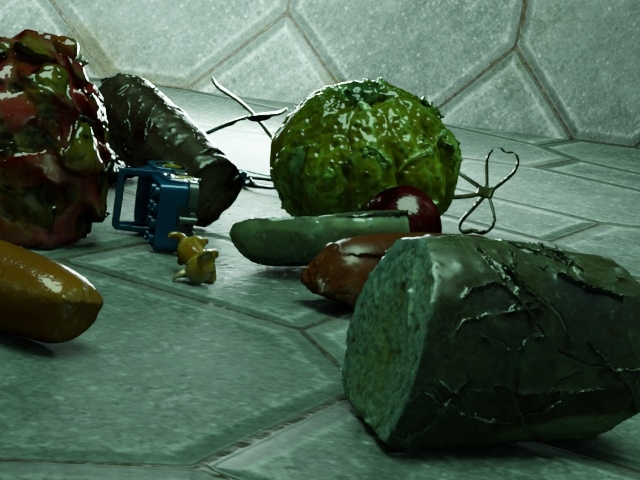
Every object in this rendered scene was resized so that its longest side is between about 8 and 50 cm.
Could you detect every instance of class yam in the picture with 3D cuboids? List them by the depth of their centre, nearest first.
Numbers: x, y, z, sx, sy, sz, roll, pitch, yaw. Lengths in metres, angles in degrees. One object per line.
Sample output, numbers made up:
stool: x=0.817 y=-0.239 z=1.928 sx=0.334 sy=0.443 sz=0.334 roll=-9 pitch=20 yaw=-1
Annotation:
yam: x=0.177 y=0.095 z=1.419 sx=0.271 sy=0.201 sz=0.202 roll=12 pitch=10 yaw=-22
yam: x=-0.226 y=-0.135 z=2.217 sx=0.131 sy=0.131 sz=0.280 roll=-1 pitch=32 yaw=-43

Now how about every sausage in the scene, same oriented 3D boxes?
sausage: x=-0.326 y=0.041 z=1.485 sx=0.238 sy=0.098 sz=0.098 roll=17 pitch=13 yaw=25
sausage: x=0.116 y=0.037 z=1.885 sx=0.330 sy=0.102 sz=0.102 roll=-1 pitch=15 yaw=-43

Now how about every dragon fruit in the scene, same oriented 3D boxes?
dragon fruit: x=-0.414 y=-0.151 z=1.930 sx=0.296 sy=0.262 sz=0.314 roll=2 pitch=14 yaw=-33

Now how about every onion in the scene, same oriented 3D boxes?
onion: x=0.104 y=-0.014 z=2.052 sx=0.131 sy=0.131 sz=0.131 roll=9 pitch=11 yaw=-2

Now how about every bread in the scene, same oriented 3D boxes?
bread: x=0.000 y=0.000 z=1.968 sx=0.232 sy=0.064 sz=0.172 roll=-3 pitch=-6 yaw=2

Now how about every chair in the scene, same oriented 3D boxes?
chair: x=0.141 y=-0.136 z=2.492 sx=0.326 sy=0.159 sz=0.170 roll=13 pitch=-21 yaw=36

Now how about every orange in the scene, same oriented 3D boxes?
orange: x=0.059 y=-0.125 z=2.272 sx=0.300 sy=0.223 sz=0.301 roll=13 pitch=25 yaw=23

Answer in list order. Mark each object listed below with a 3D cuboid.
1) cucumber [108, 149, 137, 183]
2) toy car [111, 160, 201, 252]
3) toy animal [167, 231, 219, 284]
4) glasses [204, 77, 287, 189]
cucumber: x=-0.312 y=-0.129 z=2.413 sx=0.072 sy=0.072 sz=0.300 roll=13 pitch=11 yaw=15
toy car: x=-0.220 y=-0.048 z=2.006 sx=0.100 sy=0.097 sz=0.191 roll=5 pitch=12 yaw=-18
toy animal: x=-0.155 y=0.020 z=1.827 sx=0.081 sy=0.060 sz=0.083 roll=50 pitch=10 yaw=-3
glasses: x=-0.145 y=-0.161 z=2.533 sx=0.239 sy=0.206 sz=0.102 roll=8 pitch=47 yaw=1
